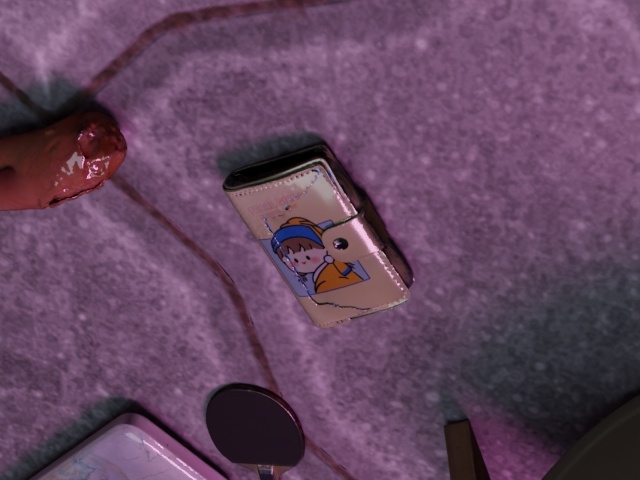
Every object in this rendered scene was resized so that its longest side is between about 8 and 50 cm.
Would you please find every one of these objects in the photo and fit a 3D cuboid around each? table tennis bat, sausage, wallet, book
[{"bbox_3d":[-0.056,0.197,1.653,0.095,0.014,0.158,-1,126,20],"label":"table tennis bat"},{"bbox_3d":[-0.294,-0.050,1.501,0.304,0.078,0.078,-11,123,27],"label":"sausage"},{"bbox_3d":[0.000,0.000,1.450,0.110,0.039,0.155,-16,122,33],"label":"wallet"},{"bbox_3d":[0.146,0.281,1.503,0.026,0.231,0.161,-16,121,10],"label":"book"}]

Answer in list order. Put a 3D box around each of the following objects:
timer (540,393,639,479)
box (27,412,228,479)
[{"bbox_3d":[0.339,0.300,1.380,0.291,0.291,0.315,-29,108,37],"label":"timer"},{"bbox_3d":[-0.216,0.267,1.757,0.142,0.044,0.285,39,132,-18],"label":"box"}]
